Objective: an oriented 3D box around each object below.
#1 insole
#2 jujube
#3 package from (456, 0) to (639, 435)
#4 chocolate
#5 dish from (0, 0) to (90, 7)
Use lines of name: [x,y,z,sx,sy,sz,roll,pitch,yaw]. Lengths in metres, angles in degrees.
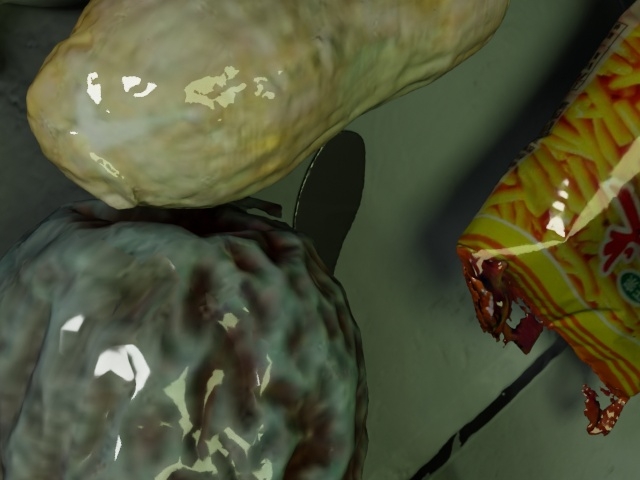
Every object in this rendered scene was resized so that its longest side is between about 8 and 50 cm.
insole: [0.000,0.000,1.051,0.045,0.002,0.135,7,100,-34]
jujube: [-0.085,0.132,0.914,0.226,0.226,0.317,6,95,-35]
package: [0.210,-0.034,1.124,0.288,0.108,0.223,-49,131,-3]
chocolate: [-0.011,-0.110,0.911,0.309,0.134,0.134,-30,120,-34]
dish: [-0.121,-0.195,0.863,0.224,0.078,0.246,32,86,-38]
